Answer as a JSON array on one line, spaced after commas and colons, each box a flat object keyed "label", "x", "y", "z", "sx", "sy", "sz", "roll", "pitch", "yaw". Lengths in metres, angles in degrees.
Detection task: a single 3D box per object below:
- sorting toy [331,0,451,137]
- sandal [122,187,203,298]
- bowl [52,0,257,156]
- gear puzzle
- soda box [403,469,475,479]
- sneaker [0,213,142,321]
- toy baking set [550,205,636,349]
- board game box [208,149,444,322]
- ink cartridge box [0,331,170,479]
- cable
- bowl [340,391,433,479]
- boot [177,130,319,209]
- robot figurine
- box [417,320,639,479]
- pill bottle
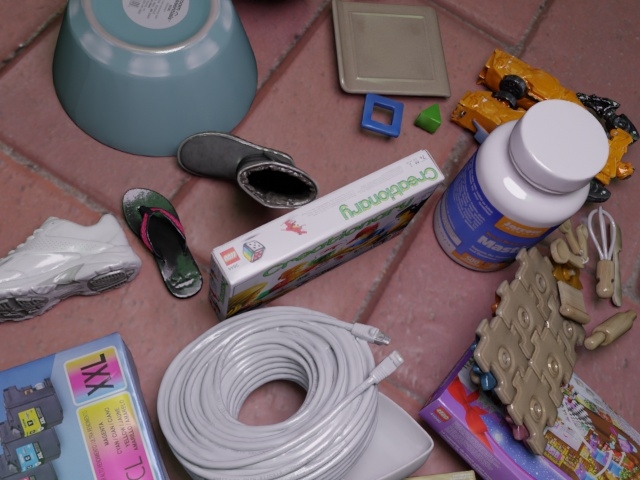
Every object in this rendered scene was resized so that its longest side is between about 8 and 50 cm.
[{"label": "sorting toy", "x": 0.114, "y": -0.315, "z": 1.087, "sx": 0.196, "sy": 0.047, "sz": 0.347, "roll": 1, "pitch": 68, "yaw": -15}, {"label": "sandal", "x": -0.215, "y": -0.004, "z": 0.900, "sx": 0.067, "sy": 0.040, "sz": 0.179, "roll": -27, "pitch": 75, "yaw": -19}, {"label": "bowl", "x": -0.242, "y": -0.295, "z": 0.948, "sx": 0.312, "sy": 0.163, "sz": 0.311, "roll": 3, "pitch": 68, "yaw": -8}, {"label": "gear puzzle", "x": 0.285, "y": 0.107, "z": 0.872, "sx": 0.175, "sy": 0.044, "sz": 0.339, "roll": 56, "pitch": 45, "yaw": -12}, {"label": "soda box", "x": 0.104, "y": 0.329, "z": 0.815, "sx": 0.181, "sy": 0.058, "sz": 0.061, "roll": -2, "pitch": 69, "yaw": -12}, {"label": "sneaker", "x": -0.360, "y": 0.028, "z": 0.845, "sx": 0.232, "sy": 0.090, "sz": 0.115, "roll": -15, "pitch": 65, "yaw": -25}, {"label": "toy baking set", "x": 0.413, "y": 0.047, "z": 0.954, "sx": 0.256, "sy": 0.030, "sz": 0.196, "roll": -8, "pitch": 84, "yaw": -43}, {"label": "board game box", "x": 0.000, "y": 0.000, "z": 0.856, "sx": 0.305, "sy": 0.193, "sz": 0.053, "roll": -27, "pitch": 76, "yaw": -19}, {"label": "ink cartridge box", "x": -0.366, "y": 0.296, "z": 0.696, "sx": 0.396, "sy": 0.151, "sz": 0.270, "roll": -19, "pitch": 73, "yaw": -15}, {"label": "cable", "x": -0.059, "y": 0.186, "z": 0.775, "sx": 0.257, "sy": 0.089, "sz": 0.257, "roll": 20, "pitch": 50, "yaw": 34}, {"label": "bowl", "x": 0.049, "y": 0.255, "z": 0.806, "sx": 0.142, "sy": 0.053, "sz": 0.142, "roll": -14, "pitch": 32, "yaw": -32}, {"label": "boot", "x": -0.105, "y": -0.092, "z": 0.869, "sx": 0.190, "sy": 0.208, "sz": 0.076, "roll": 5, "pitch": 109, "yaw": -7}, {"label": "robot figurine", "x": 0.370, "y": -0.180, "z": 1.057, "sx": 0.291, "sy": 0.085, "sz": 0.211, "roll": 34, "pitch": 67, "yaw": 5}, {"label": "box", "x": 0.295, "y": 0.258, "z": 0.852, "sx": 0.293, "sy": 0.057, "sz": 0.201, "roll": 44, "pitch": 50, "yaw": 9}, {"label": "pill bottle", "x": 0.267, "y": -0.069, "z": 0.890, "sx": 0.152, "sy": 0.272, "sz": 0.152, "roll": 4, "pitch": 68, "yaw": -9}]
